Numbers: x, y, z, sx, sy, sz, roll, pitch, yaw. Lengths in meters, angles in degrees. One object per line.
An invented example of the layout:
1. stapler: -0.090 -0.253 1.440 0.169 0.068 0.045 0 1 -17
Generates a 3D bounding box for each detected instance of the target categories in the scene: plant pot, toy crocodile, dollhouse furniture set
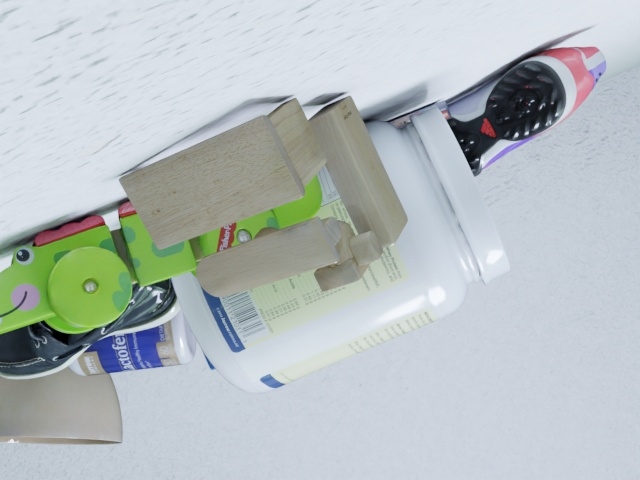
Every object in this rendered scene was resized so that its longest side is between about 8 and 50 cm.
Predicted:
1. plant pot: -0.510 0.281 1.456 0.284 0.191 0.284 0 162 0
2. toy crocodile: -0.150 0.006 0.665 0.340 0.105 0.115 -19 179 -20
3. dollhouse furniture set: -0.033 -0.029 0.584 0.123 0.144 0.151 -18 -162 27

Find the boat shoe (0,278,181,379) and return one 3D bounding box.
1. boat shoe: -0.378 0.113 1.162 0.340 0.127 0.113 -16 153 13

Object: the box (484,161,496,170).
1. box: 0.131 -0.112 1.235 0.275 0.113 0.094 -23 -178 -14

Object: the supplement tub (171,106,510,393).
1. supplement tub: 0.021 0.009 0.867 0.325 0.235 0.235 -24 -179 8

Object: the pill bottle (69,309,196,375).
1. pill bottle: -0.355 0.151 1.331 0.264 0.153 0.153 -7 180 -1

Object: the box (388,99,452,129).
1. box: 0.090 -0.135 0.999 0.137 0.027 0.094 -24 -178 -20

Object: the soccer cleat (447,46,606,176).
1. soccer cleat: 0.236 -0.162 1.025 0.116 0.109 0.318 -29 180 -29

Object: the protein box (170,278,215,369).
1. protein box: -0.093 0.040 1.072 0.201 0.200 0.136 -24 -179 -3
